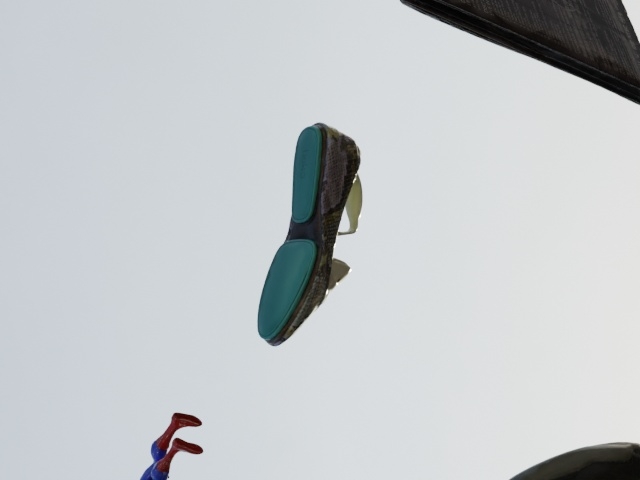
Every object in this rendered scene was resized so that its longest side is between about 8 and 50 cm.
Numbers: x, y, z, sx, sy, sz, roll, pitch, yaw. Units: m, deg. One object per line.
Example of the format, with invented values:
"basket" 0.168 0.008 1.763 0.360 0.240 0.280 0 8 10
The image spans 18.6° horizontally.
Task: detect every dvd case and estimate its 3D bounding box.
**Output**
"dvd case" 0.120 -0.180 1.275 0.221 0.018 0.164 19 -138 -35

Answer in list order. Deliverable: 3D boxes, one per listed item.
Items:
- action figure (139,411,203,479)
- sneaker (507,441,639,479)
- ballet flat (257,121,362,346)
"action figure" -0.103 0.153 1.168 0.030 0.115 0.038 20 -145 -27
"sneaker" 0.211 0.188 1.129 0.228 0.087 0.130 9 -150 -16
"ballet flat" 0.000 0.000 0.971 0.041 0.041 0.114 23 -103 -52
